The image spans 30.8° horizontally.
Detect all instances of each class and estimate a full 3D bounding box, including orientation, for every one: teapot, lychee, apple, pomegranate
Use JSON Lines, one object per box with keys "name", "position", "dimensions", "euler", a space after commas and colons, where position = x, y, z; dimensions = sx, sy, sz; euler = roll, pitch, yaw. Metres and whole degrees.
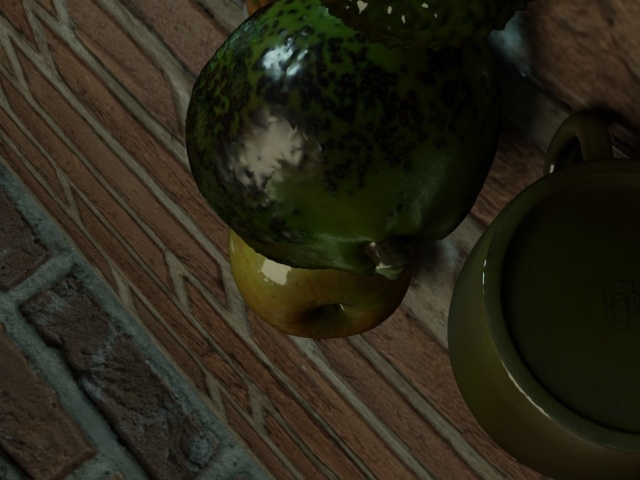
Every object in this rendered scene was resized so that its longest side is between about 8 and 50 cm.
{"name": "teapot", "position": [0.168, 0.051, 0.729], "dimensions": [0.175, 0.185, 0.268], "euler": [108, 162, -67]}
{"name": "lychee", "position": [0.057, -0.179, 0.650], "dimensions": [0.171, 0.171, 0.171], "euler": [46, 159, 24]}
{"name": "apple", "position": [0.000, 0.000, 1.061], "dimensions": [0.182, 0.182, 0.155], "euler": [93, 168, -61]}
{"name": "pomegranate", "position": [0.016, -0.103, 0.835], "dimensions": [0.204, 0.222, 0.276], "euler": [58, -165, -32]}
